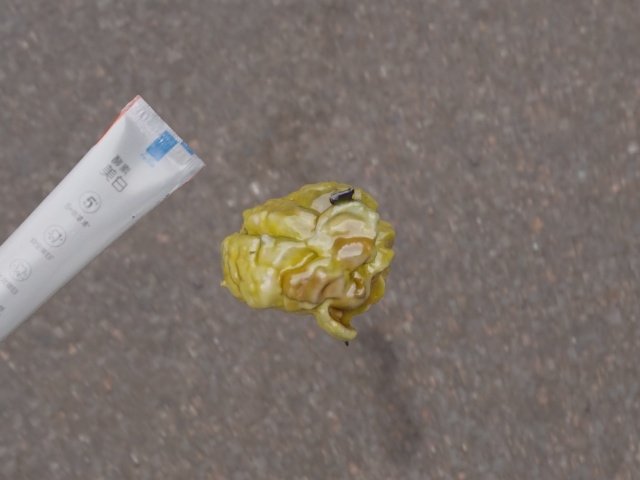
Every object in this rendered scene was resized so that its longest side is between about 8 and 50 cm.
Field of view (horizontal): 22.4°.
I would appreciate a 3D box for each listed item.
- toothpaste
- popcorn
[{"bbox_3d":[-0.140,0.013,0.779,0.190,0.048,0.031,-44,10,0],"label":"toothpaste"},{"bbox_3d":[0.000,0.000,0.752,0.084,0.084,0.084,-9,53,12],"label":"popcorn"}]
